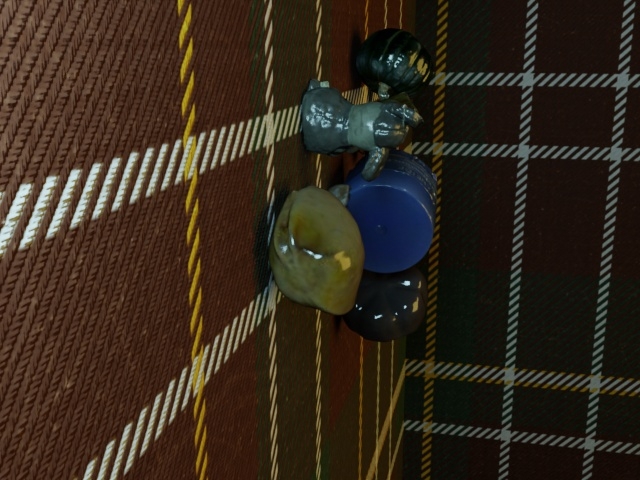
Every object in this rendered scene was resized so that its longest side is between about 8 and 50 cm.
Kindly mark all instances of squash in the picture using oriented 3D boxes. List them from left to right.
[{"bbox_3d":[0.195,-0.463,2.114,0.218,0.172,0.218,50,-3,3],"label":"squash"}]

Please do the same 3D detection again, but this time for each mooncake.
[{"bbox_3d":[0.167,0.147,2.095,0.133,0.245,0.245,74,22,-51],"label":"mooncake"}]

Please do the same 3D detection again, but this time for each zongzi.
[{"bbox_3d":[0.112,-0.263,2.088,0.111,0.241,0.247,60,-27,20],"label":"zongzi"}]

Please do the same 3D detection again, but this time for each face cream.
[{"bbox_3d":[0.162,-0.080,1.971,0.225,0.249,0.249,-73,162,-57],"label":"face cream"}]

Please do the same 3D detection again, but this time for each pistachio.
[{"bbox_3d":[0.002,0.012,1.442,0.212,0.163,0.260,58,27,-25],"label":"pistachio"}]

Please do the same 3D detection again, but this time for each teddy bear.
[{"bbox_3d":[0.076,-0.217,1.628,0.144,0.251,0.171,-29,136,-74],"label":"teddy bear"}]

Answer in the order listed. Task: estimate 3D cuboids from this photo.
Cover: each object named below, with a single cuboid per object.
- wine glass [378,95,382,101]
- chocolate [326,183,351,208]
[{"bbox_3d":[0.206,-0.352,2.350,0.156,0.156,0.232,34,64,-76],"label":"wine glass"},{"bbox_3d":[-0.001,-0.001,1.637,0.161,0.083,0.261,105,-1,-52],"label":"chocolate"}]
